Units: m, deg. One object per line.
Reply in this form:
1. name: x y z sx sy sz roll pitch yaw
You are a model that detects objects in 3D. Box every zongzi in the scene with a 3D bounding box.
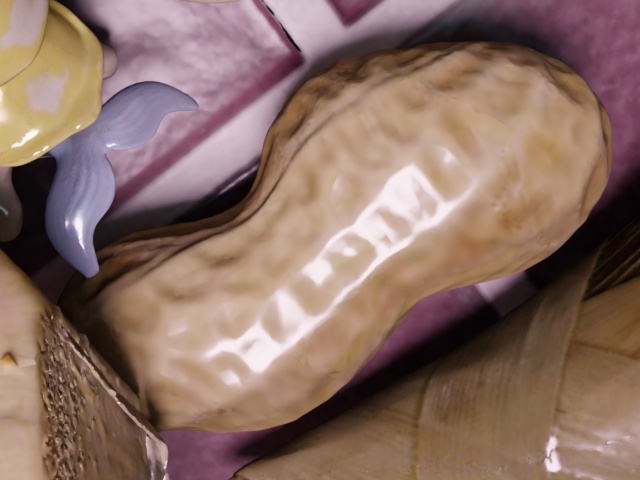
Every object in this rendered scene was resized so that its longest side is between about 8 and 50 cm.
1. zongzi: 0.125 0.050 0.534 0.317 0.154 0.289 7 120 -10

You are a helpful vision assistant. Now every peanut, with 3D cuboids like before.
1. peanut: 0.000 0.000 0.522 0.298 0.120 0.136 -34 89 3

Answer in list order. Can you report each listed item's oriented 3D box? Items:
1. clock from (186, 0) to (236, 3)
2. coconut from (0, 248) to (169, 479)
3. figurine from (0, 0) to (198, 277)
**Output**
1. clock: 0.023 -0.257 0.395 0.309 0.114 0.284 -15 112 13
2. coconut: -0.220 0.135 0.404 0.352 0.352 0.352 -4 111 -11
3. figurine: -0.149 -0.081 0.428 0.208 0.184 0.128 34 72 -21
